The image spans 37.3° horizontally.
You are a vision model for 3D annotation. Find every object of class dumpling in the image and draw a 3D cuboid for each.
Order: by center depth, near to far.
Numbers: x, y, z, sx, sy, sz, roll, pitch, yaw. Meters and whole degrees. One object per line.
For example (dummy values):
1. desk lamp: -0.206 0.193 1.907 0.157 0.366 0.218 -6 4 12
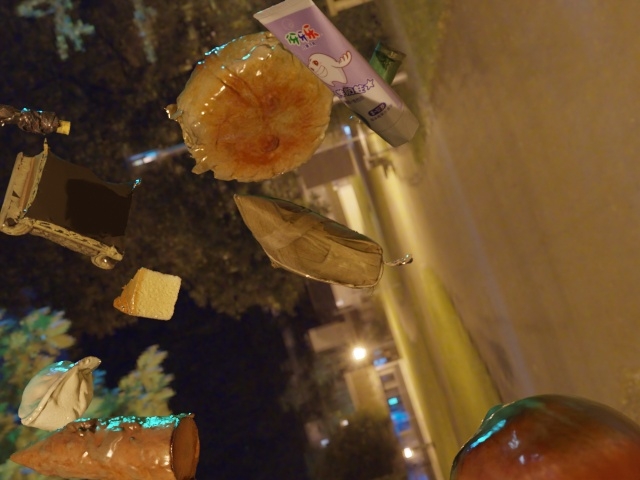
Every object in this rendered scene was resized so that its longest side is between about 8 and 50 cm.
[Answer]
1. dumpling: -0.457 0.265 1.695 0.111 0.155 0.181 34 -170 -21

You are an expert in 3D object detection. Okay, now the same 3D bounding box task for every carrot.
1. carrot: -0.295 0.287 1.279 0.102 0.263 0.102 -6 -90 -79

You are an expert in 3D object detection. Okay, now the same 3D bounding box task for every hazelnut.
1. hazelnut: 0.387 0.425 1.505 0.366 0.366 0.366 -18 -90 -89

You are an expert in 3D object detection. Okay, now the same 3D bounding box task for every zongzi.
1. zongzi: 0.000 0.000 1.148 0.081 0.189 0.178 -68 -23 -12

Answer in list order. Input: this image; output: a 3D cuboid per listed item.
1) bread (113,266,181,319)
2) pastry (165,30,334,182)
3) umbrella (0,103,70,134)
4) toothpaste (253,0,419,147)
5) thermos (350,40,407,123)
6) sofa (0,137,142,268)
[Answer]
1. bread: -0.283 0.085 1.557 0.109 0.084 0.080 9 85 62
2. pastry: -0.124 -0.257 1.878 0.136 0.330 0.329 58 171 45
3. umbrella: -0.451 -0.184 1.433 0.040 0.144 0.037 -114 39 -55
4. toothpaste: 0.042 -0.305 1.705 0.371 0.125 0.080 41 -125 -35
5. thermos: 0.124 -0.355 2.171 0.083 0.073 0.187 -83 19 -74
6. sofa: -0.520 -0.060 1.966 0.258 0.182 0.200 23 -123 -29
